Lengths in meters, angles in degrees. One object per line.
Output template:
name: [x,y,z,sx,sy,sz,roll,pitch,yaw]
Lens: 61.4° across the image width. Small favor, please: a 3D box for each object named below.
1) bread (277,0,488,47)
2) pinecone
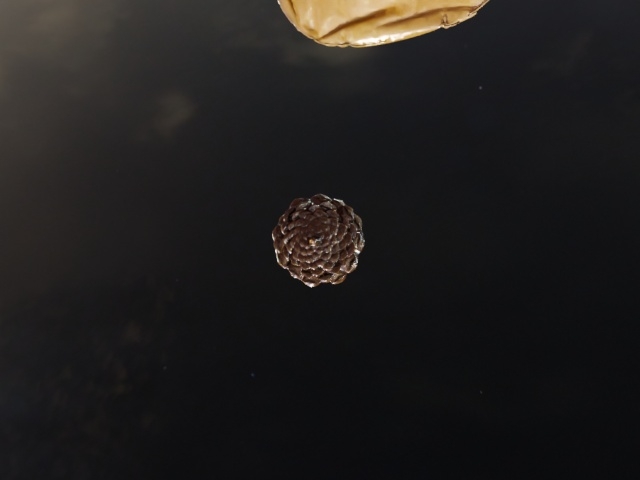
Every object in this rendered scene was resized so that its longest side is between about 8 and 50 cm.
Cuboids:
bread: [0.087,-0.360,0.666,0.288,0.204,0.156,-14,-154,23]
pinecone: [-0.001,-0.001,0.808,0.140,0.140,0.121,-37,-174,-3]
